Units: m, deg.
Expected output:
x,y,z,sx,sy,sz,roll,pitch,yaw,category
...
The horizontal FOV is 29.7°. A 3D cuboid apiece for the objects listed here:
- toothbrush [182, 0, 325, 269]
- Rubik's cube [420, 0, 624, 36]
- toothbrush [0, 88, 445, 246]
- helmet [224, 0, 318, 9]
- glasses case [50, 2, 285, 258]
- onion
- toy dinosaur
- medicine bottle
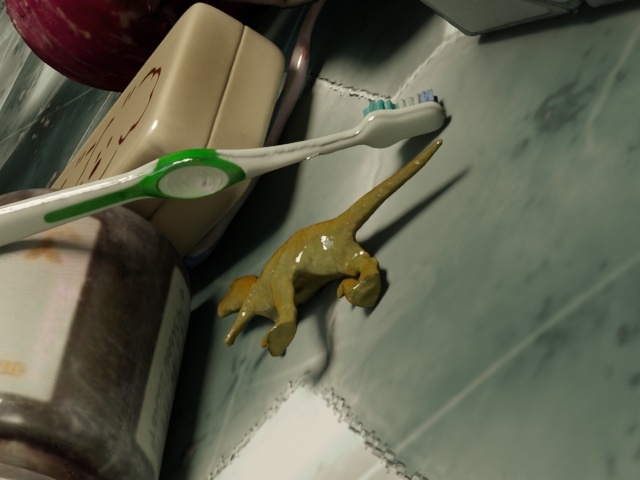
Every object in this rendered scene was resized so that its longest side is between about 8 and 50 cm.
x,y,z,sx,sy,sz,roll,pitch,yaw,category
-0.027,-0.098,0.836,0.269,0.027,0.021,-62,9,-8,toothbrush
0.094,-0.242,0.562,0.205,0.207,0.205,1,63,61,Rubik's cube
-0.079,-0.034,0.672,0.303,0.030,0.030,-15,36,6,toothbrush
-0.027,-0.284,0.791,0.305,0.177,0.225,28,131,35,helmet
-0.149,-0.019,0.879,0.336,0.076,0.144,-42,26,43,glasses case
-0.158,-0.247,1.021,0.230,0.272,0.256,-127,34,-59,onion
0.000,0.000,0.663,0.162,0.039,0.126,-55,23,5,toy dinosaur
-0.173,0.114,0.702,0.165,0.165,0.273,-38,30,37,medicine bottle
